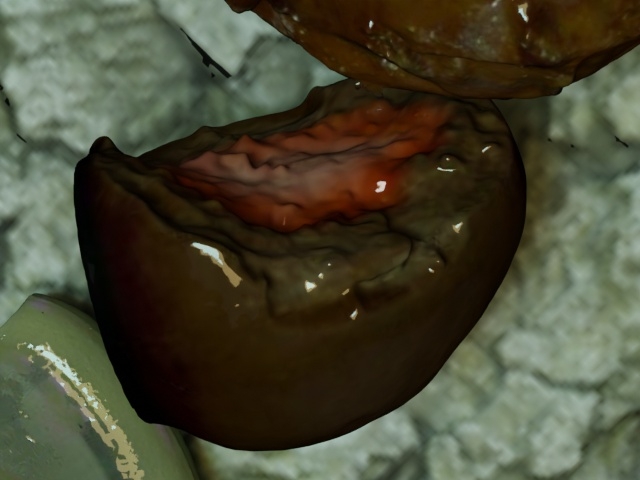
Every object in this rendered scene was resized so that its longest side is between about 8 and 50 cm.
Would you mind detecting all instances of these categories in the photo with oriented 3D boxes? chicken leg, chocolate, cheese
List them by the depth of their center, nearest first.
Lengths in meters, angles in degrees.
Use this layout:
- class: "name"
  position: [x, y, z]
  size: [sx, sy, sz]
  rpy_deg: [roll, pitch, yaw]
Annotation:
- class: "chocolate"
  position: [0.000, 0.000, 0.428]
  size: [0.133, 0.127, 0.124]
  rpy_deg: [-10, 64, 7]
- class: "chicken leg"
  position: [-0.028, -0.106, 0.435]
  size: [0.304, 0.113, 0.093]
  rpy_deg: [9, 141, 19]
- class: "cheese"
  position: [-0.066, 0.111, 0.507]
  size: [0.192, 0.037, 0.097]
  rpy_deg: [45, 107, 0]
